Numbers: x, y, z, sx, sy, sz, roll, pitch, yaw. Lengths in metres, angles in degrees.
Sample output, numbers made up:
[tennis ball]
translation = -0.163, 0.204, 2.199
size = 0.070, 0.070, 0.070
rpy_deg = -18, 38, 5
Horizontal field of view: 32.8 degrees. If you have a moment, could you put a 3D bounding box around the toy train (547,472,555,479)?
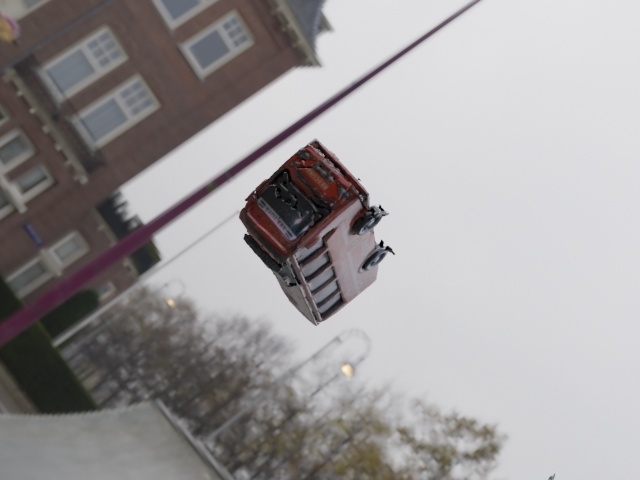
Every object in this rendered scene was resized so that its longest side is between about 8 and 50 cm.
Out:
[toy train]
translation = 0.286, 0.333, 1.029
size = 0.188, 0.159, 0.272
rpy_deg = 13, 8, 15

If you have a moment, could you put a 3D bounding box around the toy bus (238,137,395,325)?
[toy bus]
translation = 0.000, 0.000, 0.855
size = 0.073, 0.096, 0.235
rpy_deg = 46, -6, 17
